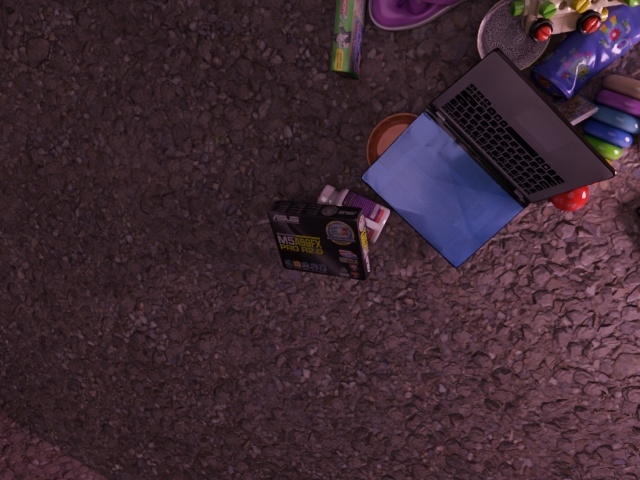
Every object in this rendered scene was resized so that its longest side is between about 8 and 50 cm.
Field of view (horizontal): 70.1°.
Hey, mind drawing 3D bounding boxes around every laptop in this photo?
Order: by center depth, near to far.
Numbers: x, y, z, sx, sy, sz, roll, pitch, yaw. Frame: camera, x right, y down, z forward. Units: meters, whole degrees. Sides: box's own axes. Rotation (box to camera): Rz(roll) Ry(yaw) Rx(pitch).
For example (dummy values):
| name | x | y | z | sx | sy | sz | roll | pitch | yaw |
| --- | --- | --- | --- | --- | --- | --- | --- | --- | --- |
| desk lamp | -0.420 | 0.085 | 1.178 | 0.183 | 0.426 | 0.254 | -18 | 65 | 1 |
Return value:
| name | x | y | z | sx | sy | sz | roll | pitch | yaw |
| --- | --- | --- | --- | --- | --- | --- | --- | --- | --- |
| laptop | 0.375 | -0.160 | 1.112 | 0.382 | 0.408 | 0.236 | 42 | 72 | -7 |

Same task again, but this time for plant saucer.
| name | x | y | z | sx | sy | sz | roll | pitch | yaw |
| --- | --- | --- | --- | --- | --- | --- | --- | --- | --- |
| plant saucer | 0.226 | -0.246 | 1.249 | 0.199 | 0.037 | 0.200 | 3 | 105 | 11 |

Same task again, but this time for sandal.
| name | x | y | z | sx | sy | sz | roll | pitch | yaw |
| --- | --- | --- | --- | --- | --- | --- | --- | --- | --- |
| sandal | 0.309 | -0.642 | 1.091 | 0.416 | 0.102 | 0.170 | -15 | 100 | 16 |

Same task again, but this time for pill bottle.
| name | x | y | z | sx | sy | sz | roll | pitch | yaw |
| --- | --- | --- | --- | --- | --- | --- | --- | --- | --- |
| pill bottle | 0.088 | -0.081 | 1.286 | 0.193 | 0.108 | 0.108 | 27 | 109 | 5 |

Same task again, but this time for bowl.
| name | x | y | z | sx | sy | sz | roll | pitch | yaw |
| --- | --- | --- | --- | --- | --- | --- | --- | --- | --- |
| bowl | 0.455 | -0.500 | 1.097 | 0.170 | 0.080 | 0.170 | 2 | 122 | 3 |

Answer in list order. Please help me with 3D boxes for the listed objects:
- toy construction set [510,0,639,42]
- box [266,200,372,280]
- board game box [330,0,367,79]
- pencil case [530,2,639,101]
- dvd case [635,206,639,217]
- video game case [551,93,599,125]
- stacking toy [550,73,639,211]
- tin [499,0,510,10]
| name | x | y | z | sx | sy | sz | roll | pitch | yaw |
| --- | --- | --- | --- | --- | --- | --- | --- | --- | --- |
| toy construction set | 0.516 | -0.542 | 0.939 | 0.327 | 0.151 | 0.215 | 2 | 137 | 12 |
| box | 0.000 | 0.000 | 1.283 | 0.270 | 0.060 | 0.216 | 7 | 132 | 23 |
| board game box | 0.078 | -0.567 | 1.106 | 0.046 | 0.213 | 0.318 | 9 | 106 | 11 |
| pencil case | 0.648 | -0.458 | 1.054 | 0.133 | 0.119 | 0.306 | 43 | 109 | -13 |
| dvd case | 0.945 | -0.028 | 1.146 | 0.179 | 0.029 | 0.239 | -34 | 94 | 19 |
| video game case | 0.567 | -0.297 | 1.117 | 0.166 | 0.119 | 0.015 | -30 | 122 | 18 |
| stacking toy | 0.677 | -0.221 | 1.114 | 0.141 | 0.141 | 0.330 | 23 | 115 | 6 |
| tin | 0.500 | -0.605 | 1.042 | 0.189 | 0.106 | 0.040 | -26 | 55 | 37 |
